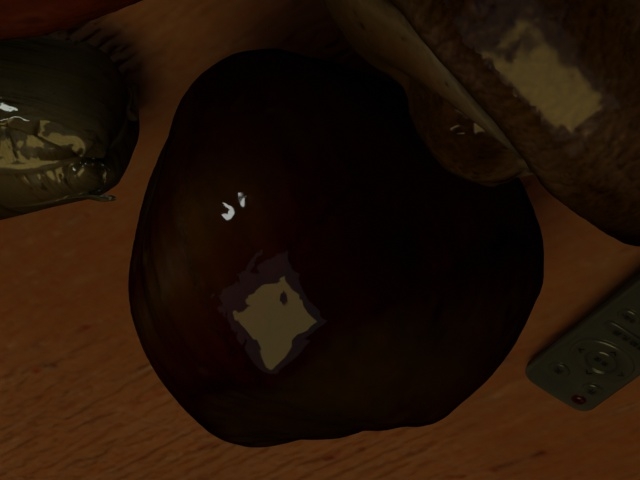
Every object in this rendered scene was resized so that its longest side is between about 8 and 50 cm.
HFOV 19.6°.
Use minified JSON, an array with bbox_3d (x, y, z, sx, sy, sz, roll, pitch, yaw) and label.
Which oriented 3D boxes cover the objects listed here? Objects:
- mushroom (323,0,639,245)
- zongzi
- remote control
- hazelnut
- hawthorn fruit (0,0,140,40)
[{"bbox_3d":[0.089,-0.105,0.803,0.253,0.153,0.253,42,180,0],"label":"mushroom"},{"bbox_3d":[-0.209,-0.098,1.029,0.194,0.099,0.197,-8,122,30],"label":"zongzi"},{"bbox_3d":[0.182,0.045,1.054,0.050,0.027,0.184,33,142,-8],"label":"remote control"},{"bbox_3d":[0.000,0.000,0.949,0.217,0.217,0.251,10,176,14],"label":"hazelnut"},{"bbox_3d":[-0.166,-0.199,0.780,0.307,0.276,0.276,-29,117,38],"label":"hawthorn fruit"}]
